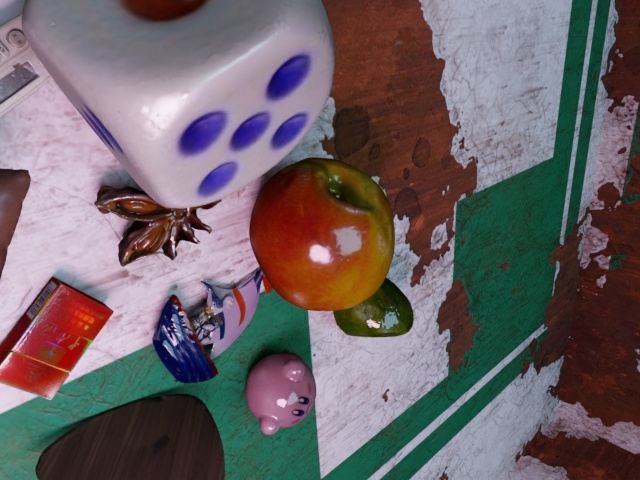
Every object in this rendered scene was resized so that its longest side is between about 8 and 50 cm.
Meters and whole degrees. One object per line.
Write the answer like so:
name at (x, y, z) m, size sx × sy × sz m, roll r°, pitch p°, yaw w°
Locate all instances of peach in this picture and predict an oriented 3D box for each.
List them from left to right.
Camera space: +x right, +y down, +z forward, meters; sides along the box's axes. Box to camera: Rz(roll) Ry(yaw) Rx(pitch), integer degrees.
peach at (0.000, 0.000, 1.062) m, size 0.308 × 0.308 × 0.332 m, roll -34°, pitch 157°, yaw -32°

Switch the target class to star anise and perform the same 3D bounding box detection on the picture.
star anise at (-0.283, -0.070, 0.895) m, size 0.220 × 0.099 × 0.214 m, roll -17°, pitch 102°, yaw -35°

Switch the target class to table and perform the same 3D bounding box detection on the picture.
table at (-0.353, 0.487, 0.958) m, size 0.317 × 0.317 × 0.249 m, roll -11°, pitch 126°, yaw -42°

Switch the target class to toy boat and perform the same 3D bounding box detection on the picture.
toy boat at (-0.212, 0.180, 1.089) m, size 0.318 × 0.072 × 0.219 m, roll -17°, pitch 114°, yaw -51°

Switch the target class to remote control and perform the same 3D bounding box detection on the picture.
remote control at (-0.443, -0.228, 0.703) m, size 0.230 × 0.049 × 0.090 m, roll -49°, pitch 134°, yaw -22°

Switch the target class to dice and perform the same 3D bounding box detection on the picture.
dice at (-0.178, -0.236, 0.714) m, size 0.304 × 0.277 × 0.304 m, roll -40°, pitch 166°, yaw -14°

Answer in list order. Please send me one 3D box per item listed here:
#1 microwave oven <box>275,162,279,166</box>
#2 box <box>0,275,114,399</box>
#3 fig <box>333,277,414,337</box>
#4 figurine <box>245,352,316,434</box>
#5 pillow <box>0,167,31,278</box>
microwave oven at (-0.101, -0.266, 0.975) m, size 0.163 × 0.129 × 0.205 m, roll 44°, pitch 72°, yaw -45°
box at (-0.441, 0.161, 0.848) m, size 0.175 × 0.048 × 0.112 m, roll -58°, pitch 136°, yaw -12°
fig at (0.129, 0.132, 1.328) m, size 0.203 × 0.203 × 0.235 m, roll 3°, pitch 78°, yaw -46°
figurine at (-0.089, 0.342, 1.180) m, size 0.173 × 0.173 × 0.173 m, roll -18°, pitch 117°, yaw -40°
pillow at (-0.548, 0.025, 0.614) m, size 0.308 × 0.108 × 0.305 m, roll 13°, pitch 93°, yaw -27°
